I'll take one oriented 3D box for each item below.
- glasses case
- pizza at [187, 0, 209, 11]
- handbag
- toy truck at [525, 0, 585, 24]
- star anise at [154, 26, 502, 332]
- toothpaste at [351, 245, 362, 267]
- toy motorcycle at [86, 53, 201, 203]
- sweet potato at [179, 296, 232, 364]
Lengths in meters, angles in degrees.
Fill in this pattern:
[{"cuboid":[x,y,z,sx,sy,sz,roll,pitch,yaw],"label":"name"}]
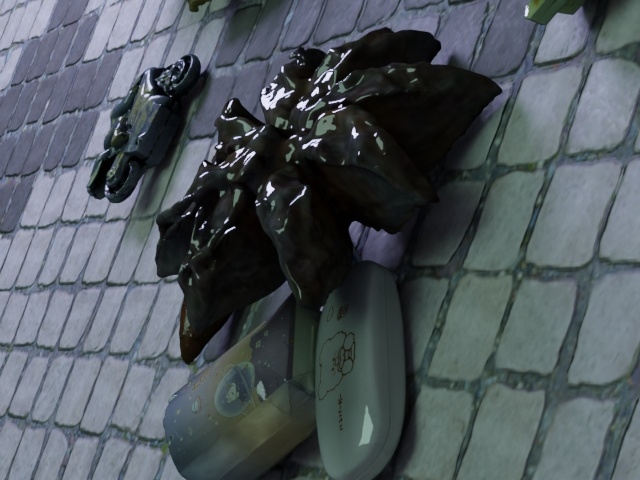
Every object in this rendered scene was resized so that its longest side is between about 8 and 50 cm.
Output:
[{"cuboid":[0.030,0.098,1.336,0.074,0.049,0.193,-46,30,38],"label":"glasses case"},{"cuboid":[-0.061,-0.368,1.924,0.288,0.075,0.280,-53,23,28],"label":"pizza"},{"cuboid":[-0.054,0.136,1.432,0.173,0.095,0.117,-41,25,29],"label":"handbag"},{"cuboid":[0.199,-0.226,1.265,0.169,0.077,0.100,-40,32,41],"label":"toy truck"},{"cuboid":[-0.009,-0.061,1.411,0.331,0.117,0.332,-31,32,22],"label":"star anise"},{"cuboid":[0.000,0.000,1.492,0.034,0.046,0.164,-54,26,15],"label":"toothpaste"},{"cuboid":[-0.204,-0.130,1.994,0.193,0.061,0.124,-61,30,-5],"label":"toy motorcycle"},{"cuboid":[-0.082,-0.007,1.652,0.057,0.057,0.265,-14,54,60],"label":"sweet potato"}]
